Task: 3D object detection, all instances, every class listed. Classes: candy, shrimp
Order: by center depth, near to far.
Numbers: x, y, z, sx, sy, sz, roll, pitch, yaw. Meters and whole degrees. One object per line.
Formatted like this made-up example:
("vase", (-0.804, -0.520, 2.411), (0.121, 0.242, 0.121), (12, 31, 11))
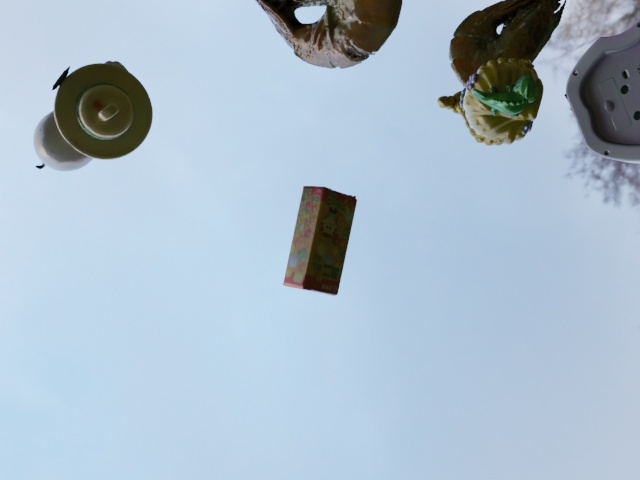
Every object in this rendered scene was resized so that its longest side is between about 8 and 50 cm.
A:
("candy", (0.000, 0.000, 0.911), (0.062, 0.038, 0.121), (15, -95, -48))
("shrimp", (-0.015, -0.299, 0.980), (0.267, 0.145, 0.061), (22, -162, 27))
("shrimp", (0.268, -0.302, 1.107), (0.115, 0.051, 0.217), (41, -98, 2))

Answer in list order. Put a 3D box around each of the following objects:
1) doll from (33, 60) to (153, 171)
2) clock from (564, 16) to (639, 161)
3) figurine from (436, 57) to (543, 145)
("doll", (-0.331, -0.216, 1.187), (0.144, 0.208, 0.271), (53, -148, -23))
("clock", (0.738, -0.333, 1.770), (0.102, 0.339, 0.338), (-7, -109, -55))
("figurine", (0.181, -0.151, 0.847), (0.156, 0.115, 0.094), (-41, -47, -74))
